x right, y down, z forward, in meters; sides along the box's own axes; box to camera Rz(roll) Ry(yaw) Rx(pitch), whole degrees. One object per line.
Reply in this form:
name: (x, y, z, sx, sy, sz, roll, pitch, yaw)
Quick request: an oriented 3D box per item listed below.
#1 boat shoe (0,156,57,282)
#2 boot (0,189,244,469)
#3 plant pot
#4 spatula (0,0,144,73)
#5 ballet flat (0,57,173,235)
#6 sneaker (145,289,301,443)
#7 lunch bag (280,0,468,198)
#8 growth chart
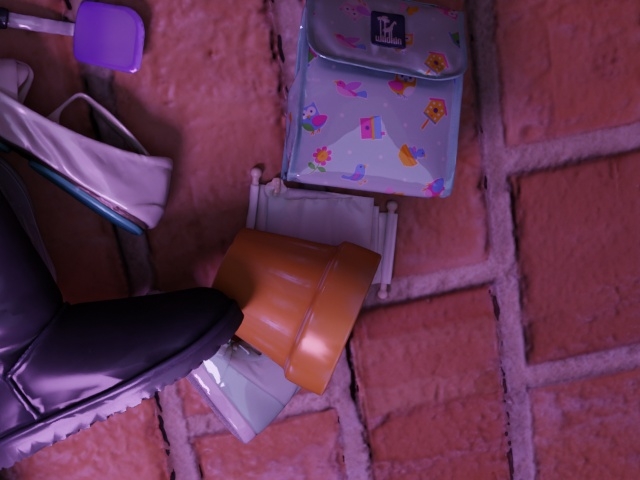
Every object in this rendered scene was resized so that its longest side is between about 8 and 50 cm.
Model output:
boat shoe: (-0.417, -0.012, 1.153, 0.079, 0.081, 0.227, -20, 108, -2)
boot: (-0.351, 0.005, 1.015, 0.367, 0.146, 0.445, -29, 101, -1)
plant pot: (-0.043, 0.077, 1.162, 0.188, 0.205, 0.205, 23, 102, 3)
spatula: (-0.375, -0.281, 1.110, 0.297, 0.030, 0.084, 8, 103, -10)
ballet flat: (-0.367, -0.151, 1.111, 0.400, 0.139, 0.139, 30, 99, -19)
sneaker: (-0.132, 0.146, 1.245, 0.151, 0.094, 0.256, -39, 94, -20)
lunch bag: (0.070, -0.194, 1.133, 0.223, 0.160, 0.262, 8, 93, -7)
growth chart: (0.000, 0.000, 1.246, 0.237, 0.021, 0.172, 11, 104, -11)
